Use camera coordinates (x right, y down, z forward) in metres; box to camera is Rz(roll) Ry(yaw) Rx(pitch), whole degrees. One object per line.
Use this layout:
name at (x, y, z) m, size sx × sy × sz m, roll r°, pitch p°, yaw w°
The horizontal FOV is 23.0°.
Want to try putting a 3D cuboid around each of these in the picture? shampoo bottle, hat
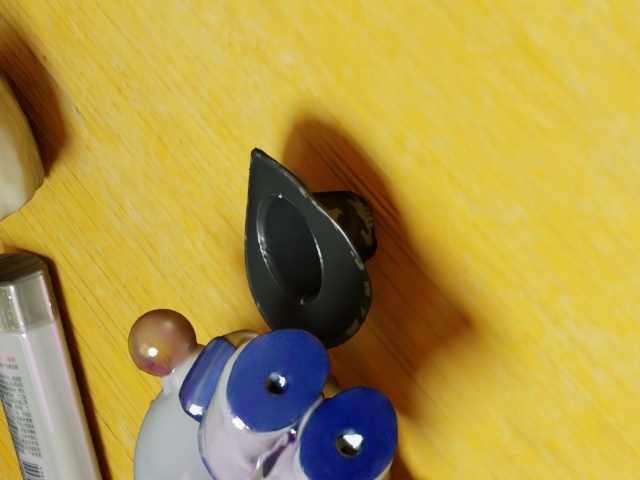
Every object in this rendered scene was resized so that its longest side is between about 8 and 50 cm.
shampoo bottle at (-0.211, 0.124, 1.193) m, size 0.086 × 0.056 × 0.227 m, roll 14°, pitch 121°, yaw 54°
hat at (0.000, 0.000, 0.808) m, size 0.121 × 0.050 × 0.121 m, roll 42°, pitch 144°, yaw 41°

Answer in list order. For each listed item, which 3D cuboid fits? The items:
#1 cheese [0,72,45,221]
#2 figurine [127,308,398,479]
cheese at (-0.334, -0.020, 1.060) m, size 0.326 × 0.318 × 0.115 m, roll -78°, pitch -36°, yaw -75°
figurine at (-0.019, 0.122, 0.816) m, size 0.194 × 0.133 × 0.274 m, roll 42°, pitch 163°, yaw -18°
